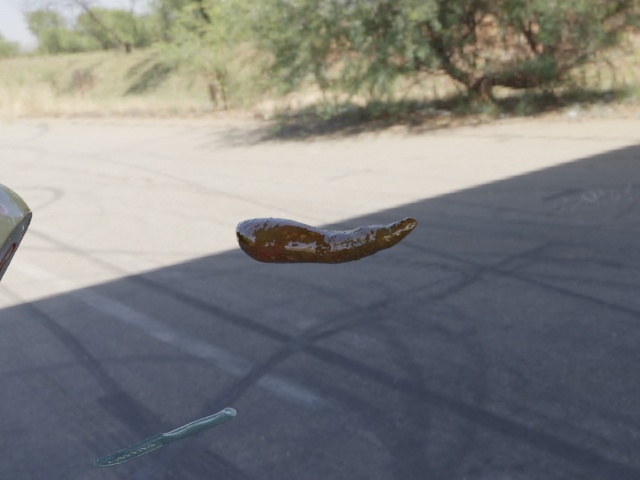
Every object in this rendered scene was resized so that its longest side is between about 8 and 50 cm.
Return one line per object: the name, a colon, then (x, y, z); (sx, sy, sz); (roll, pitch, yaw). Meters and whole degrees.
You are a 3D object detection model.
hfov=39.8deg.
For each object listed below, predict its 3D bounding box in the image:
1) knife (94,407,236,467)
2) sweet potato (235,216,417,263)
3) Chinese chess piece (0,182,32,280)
knife: (-0.214, 0.275, 1.228); (0.210, 0.015, 0.028); (-23, -25, 5)
sweet potato: (0.000, 0.000, 0.895); (0.214, 0.050, 0.050); (1, 16, 32)
Chinese chess piece: (-0.478, 0.045, 1.144); (0.102, 0.273, 0.273); (31, 8, -11)
